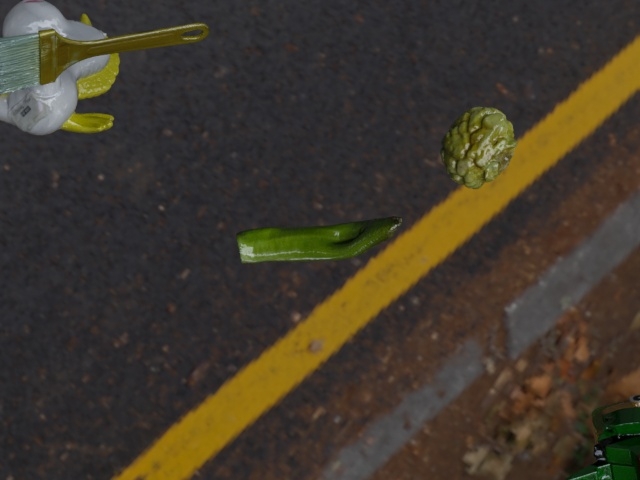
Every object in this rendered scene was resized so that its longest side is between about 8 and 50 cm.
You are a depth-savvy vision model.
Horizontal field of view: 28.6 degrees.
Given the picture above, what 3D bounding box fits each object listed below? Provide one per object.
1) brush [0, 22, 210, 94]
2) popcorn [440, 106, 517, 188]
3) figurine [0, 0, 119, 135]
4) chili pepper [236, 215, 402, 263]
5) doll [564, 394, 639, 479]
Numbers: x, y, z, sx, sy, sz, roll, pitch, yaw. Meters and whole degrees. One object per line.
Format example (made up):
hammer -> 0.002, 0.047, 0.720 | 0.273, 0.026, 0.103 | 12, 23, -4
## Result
brush -> -0.200, -0.179, 1.165 | 0.205, 0.011, 0.083 | -14, 157, -18
popcorn -> 0.236, -0.134, 1.838 | 0.106, 0.116, 0.120 | 28, 61, -57
figurine -> -0.267, -0.178, 1.273 | 0.130, 0.178, 0.109 | 26, 129, -23
chili pepper -> 0.000, 0.000, 1.410 | 0.052, 0.202, 0.050 | -70, 149, -53
doll -> 0.359, 0.244, 1.453 | 0.186, 0.134, 0.106 | -55, 133, -64
